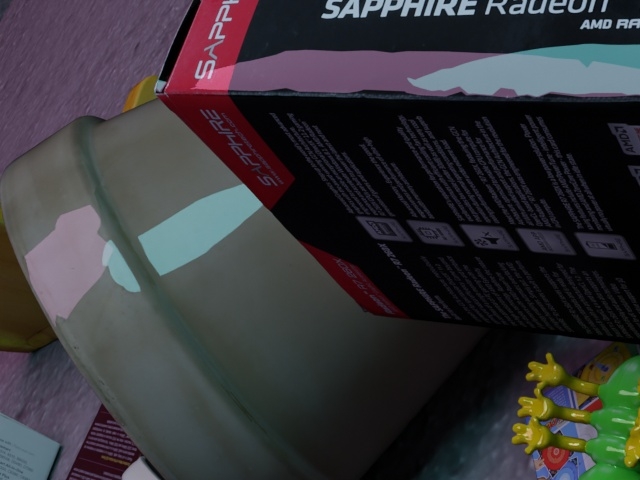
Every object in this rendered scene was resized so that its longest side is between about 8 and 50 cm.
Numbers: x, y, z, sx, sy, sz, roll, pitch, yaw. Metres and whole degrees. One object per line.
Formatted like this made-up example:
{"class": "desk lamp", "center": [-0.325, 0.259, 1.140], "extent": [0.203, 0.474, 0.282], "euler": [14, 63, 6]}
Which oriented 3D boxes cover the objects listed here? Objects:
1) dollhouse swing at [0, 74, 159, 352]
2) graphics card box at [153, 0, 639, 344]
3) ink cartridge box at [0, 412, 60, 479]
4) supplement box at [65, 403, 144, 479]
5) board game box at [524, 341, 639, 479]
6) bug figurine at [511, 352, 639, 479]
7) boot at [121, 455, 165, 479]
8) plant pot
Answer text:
{"class": "dollhouse swing", "center": [-0.334, -0.058, 1.514], "extent": [0.347, 0.305, 0.315], "euler": [-28, 40, 47]}
{"class": "graphics card box", "center": [0.142, -0.035, 0.626], "extent": [0.371, 0.233, 0.094], "euler": [5, 63, 34]}
{"class": "ink cartridge box", "center": [-0.364, 0.286, 1.451], "extent": [0.148, 0.086, 0.203], "euler": [-15, 49, 53]}
{"class": "supplement box", "center": [-0.130, 0.144, 1.216], "extent": [0.130, 0.073, 0.239], "euler": [-2, 60, 60]}
{"class": "board game box", "center": [0.199, 0.094, 0.753], "extent": [0.201, 0.035, 0.136], "euler": [-42, 31, 30]}
{"class": "bug figurine", "center": [0.175, 0.162, 0.651], "extent": [0.279, 0.072, 0.216], "euler": [4, 76, 50]}
{"class": "boot", "center": [-0.086, 0.271, 0.931], "extent": [0.244, 0.088, 0.176], "euler": [41, 102, 36]}
{"class": "plant pot", "center": [0.000, 0.000, 0.942], "extent": [0.280, 0.323, 0.323], "euler": [-35, 31, 8]}
